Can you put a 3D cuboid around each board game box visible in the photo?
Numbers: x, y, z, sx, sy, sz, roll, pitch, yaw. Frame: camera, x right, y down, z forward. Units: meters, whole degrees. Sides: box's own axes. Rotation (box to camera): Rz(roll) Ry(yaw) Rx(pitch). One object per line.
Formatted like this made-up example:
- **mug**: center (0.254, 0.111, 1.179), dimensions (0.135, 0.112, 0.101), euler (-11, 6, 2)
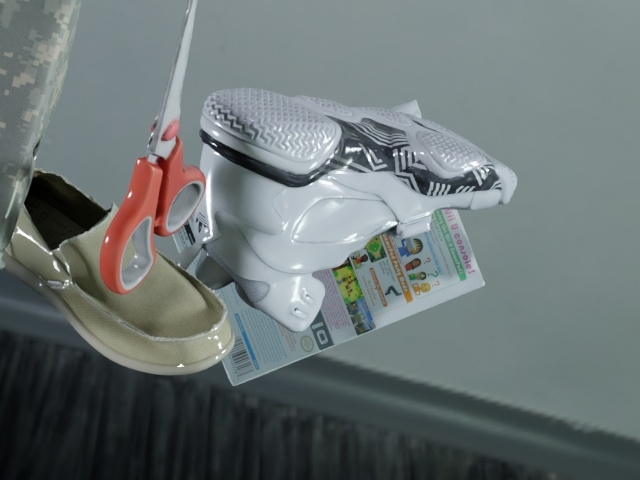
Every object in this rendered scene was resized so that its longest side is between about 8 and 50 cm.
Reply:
- **board game box**: center (0.000, 0.000, 1.549), dimensions (0.303, 0.097, 0.224), euler (-21, 93, -4)

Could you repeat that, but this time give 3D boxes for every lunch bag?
- **lunch bag**: center (-0.296, -0.119, 1.089), dimensions (0.169, 0.287, 0.235), euler (17, 91, -19)

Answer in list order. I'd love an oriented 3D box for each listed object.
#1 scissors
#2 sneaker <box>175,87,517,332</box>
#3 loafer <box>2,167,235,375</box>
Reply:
- **scissors**: center (-0.106, -0.054, 0.890), dimensions (0.021, 0.109, 0.297), euler (37, 156, 10)
- **sneaker**: center (0.022, -0.025, 1.405), dimensions (0.366, 0.137, 0.210), euler (7, 112, -33)
- **loafer**: center (-0.192, 0.025, 1.230), dimensions (0.269, 0.102, 0.092), euler (29, 135, 17)
